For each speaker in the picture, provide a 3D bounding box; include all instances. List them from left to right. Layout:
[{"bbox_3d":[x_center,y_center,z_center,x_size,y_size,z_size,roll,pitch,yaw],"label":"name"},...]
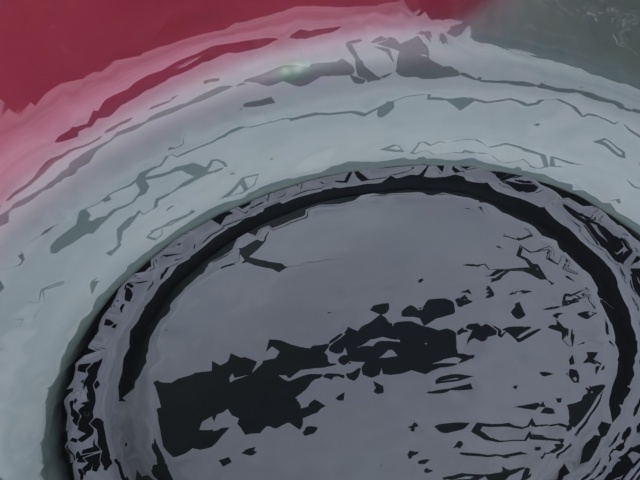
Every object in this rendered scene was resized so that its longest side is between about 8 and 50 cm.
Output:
[{"bbox_3d":[0.000,0.000,0.496,0.294,0.294,0.294,20,163,7],"label":"speaker"}]
